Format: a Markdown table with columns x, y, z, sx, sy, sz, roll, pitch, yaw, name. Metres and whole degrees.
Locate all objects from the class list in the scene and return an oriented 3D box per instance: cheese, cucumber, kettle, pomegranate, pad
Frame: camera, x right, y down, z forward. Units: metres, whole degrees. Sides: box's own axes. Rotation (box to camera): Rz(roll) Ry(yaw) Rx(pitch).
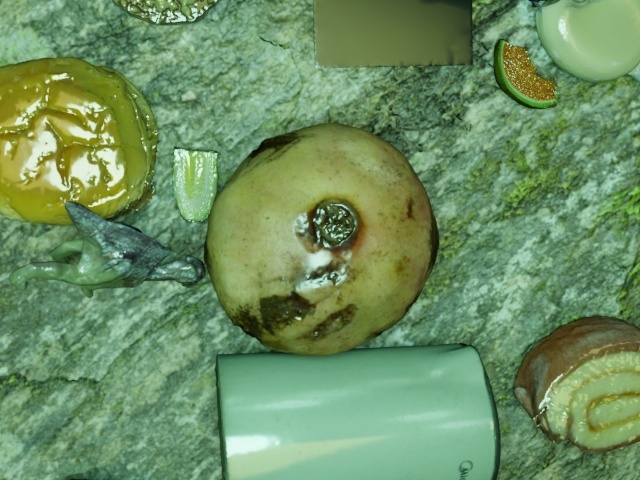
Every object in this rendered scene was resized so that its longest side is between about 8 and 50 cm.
| x | y | z | sx | sy | sz | roll | pitch | yaw | name |
| --- | --- | --- | --- | --- | --- | --- | --- | --- | --- |
| 0.444 | -0.283 | 1.093 | 0.163 | 0.071 | 0.249 | -37 | 101 | -2 | cheese |
| -0.186 | -0.082 | 1.053 | 0.067 | 0.035 | 0.108 | 1 | 103 | -19 | cucumber |
| 0.043 | 0.319 | 1.052 | 0.376 | 0.250 | 0.361 | -4 | 118 | -10 | kettle |
| 0.000 | 0.000 | 0.970 | 0.321 | 0.322 | 0.323 | -1 | 97 | -7 | pomegranate |
| 0.110 | -0.345 | 1.072 | 0.245 | 0.006 | 0.170 | -3 | 98 | -7 | pad |

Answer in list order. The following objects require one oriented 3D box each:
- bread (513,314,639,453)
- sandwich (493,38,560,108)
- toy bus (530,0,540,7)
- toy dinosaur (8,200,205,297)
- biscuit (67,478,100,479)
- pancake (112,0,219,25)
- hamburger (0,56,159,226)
| x | y | z | sx | sy | sz | roll | pitch | yaw | name |
| --- | --- | --- | --- | --- | --- | --- | --- | --- | --- |
| 0.424 | 0.227 | 1.130 | 0.244 | 0.123 | 0.190 | -17 | 98 | -5 | bread |
| 0.307 | -0.247 | 1.100 | 0.135 | 0.029 | 0.067 | 44 | 85 | -10 | sandwich |
| 0.254 | -0.403 | 1.031 | 0.198 | 0.108 | 0.096 | 10 | 99 | -8 | toy bus |
| -0.275 | 0.025 | 0.963 | 0.162 | 0.294 | 0.077 | -20 | 75 | 17 | toy dinosaur |
| -0.337 | 0.464 | 1.088 | 0.151 | 0.063 | 0.236 | 11 | 98 | -8 | biscuit |
| -0.215 | -0.396 | 1.016 | 0.190 | 0.020 | 0.184 | -26 | 100 | -5 | pancake |
| -0.335 | -0.127 | 0.954 | 0.244 | 0.163 | 0.245 | 0 | 88 | -9 | hamburger |
